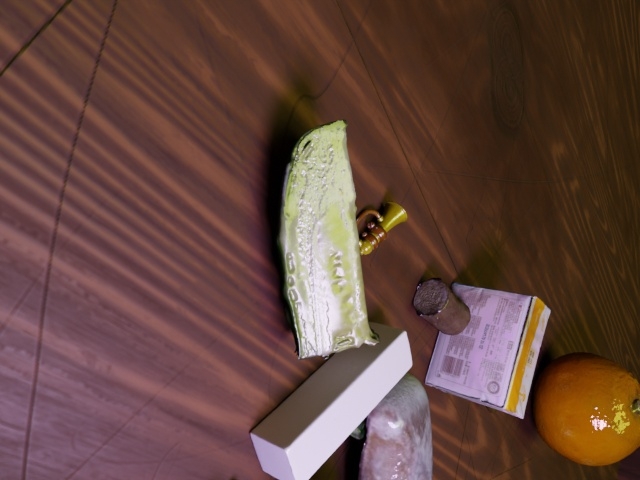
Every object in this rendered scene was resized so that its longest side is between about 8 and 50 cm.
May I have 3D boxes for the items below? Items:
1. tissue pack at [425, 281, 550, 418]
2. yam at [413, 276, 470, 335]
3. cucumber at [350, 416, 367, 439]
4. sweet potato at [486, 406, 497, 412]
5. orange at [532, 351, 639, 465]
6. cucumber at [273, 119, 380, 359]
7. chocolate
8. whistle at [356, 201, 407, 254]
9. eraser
[{"bbox_3d":[0.342,0.219,1.150,0.124,0.184,0.225,32,73,-47],"label":"tissue pack"},{"bbox_3d":[0.240,0.134,1.100,0.127,0.084,0.084,38,68,-42],"label":"yam"},{"bbox_3d":[0.070,0.277,0.955,0.048,0.048,0.105,52,55,-40],"label":"cucumber"},{"bbox_3d":[0.389,0.279,1.310,0.067,0.067,0.274,-20,106,-45],"label":"sweet potato"},{"bbox_3d":[0.750,0.468,1.578,0.312,0.312,0.313,-11,104,-47],"label":"orange"},{"bbox_3d":[-0.003,0.000,0.787,0.145,0.105,0.326,-12,107,-19],"label":"cucumber"},{"bbox_3d":[0.142,0.392,0.991,0.185,0.100,0.304,-18,112,-56],"label":"chocolate"},{"bbox_3d":[0.095,-0.023,0.936,0.109,0.046,0.057,-42,140,-29],"label":"whistle"},{"bbox_3d":[0.028,0.241,0.876,0.298,0.078,0.076,-34,121,-40],"label":"eraser"}]
